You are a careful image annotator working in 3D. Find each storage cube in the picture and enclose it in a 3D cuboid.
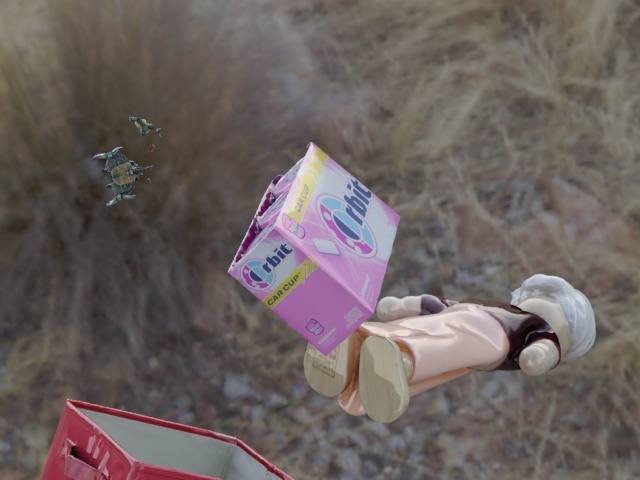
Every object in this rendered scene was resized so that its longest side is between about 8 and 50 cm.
[{"bbox_3d":[-0.147,0.272,1.247,0.215,0.193,0.184,17,3,-31],"label":"storage cube"}]

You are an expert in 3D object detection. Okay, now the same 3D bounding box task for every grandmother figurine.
[{"bbox_3d":[0.140,0.095,1.332,0.342,0.104,0.208,-5,28,-44],"label":"grandmother figurine"}]

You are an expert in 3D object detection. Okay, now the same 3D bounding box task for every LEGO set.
[{"bbox_3d":[-0.171,-0.069,1.254,0.083,0.054,0.023,-48,8,-3],"label":"LEGO set"}]

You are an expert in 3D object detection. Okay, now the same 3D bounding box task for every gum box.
[{"bbox_3d":[0.000,0.000,1.188,0.062,0.107,0.188,-44,12,26],"label":"gum box"}]
